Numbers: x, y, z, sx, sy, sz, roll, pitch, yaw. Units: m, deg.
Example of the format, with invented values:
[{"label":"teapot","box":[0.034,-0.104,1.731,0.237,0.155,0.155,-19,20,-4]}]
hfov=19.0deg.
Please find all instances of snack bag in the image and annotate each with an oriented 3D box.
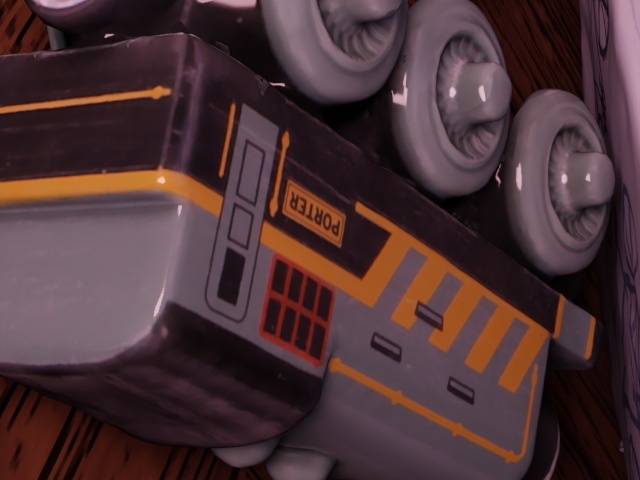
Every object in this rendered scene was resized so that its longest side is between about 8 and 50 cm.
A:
[{"label":"snack bag","box":[0.150,-0.002,0.873,0.342,0.037,0.323,-89,172,-49]}]

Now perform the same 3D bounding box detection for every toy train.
[{"label":"toy train","box":[0.000,0.000,0.717,0.334,0.142,0.190,33,63,-51]}]
